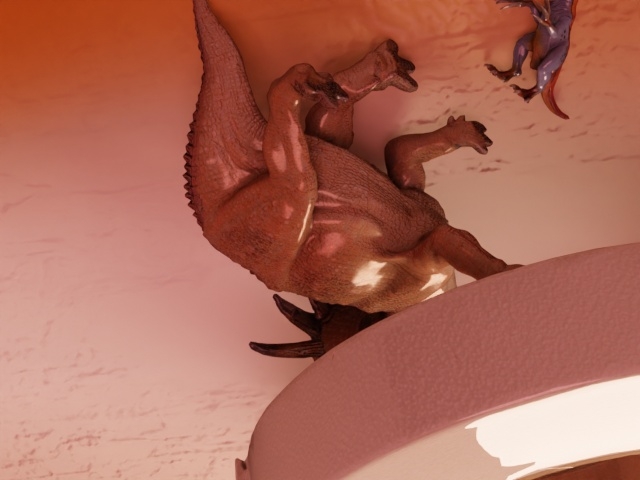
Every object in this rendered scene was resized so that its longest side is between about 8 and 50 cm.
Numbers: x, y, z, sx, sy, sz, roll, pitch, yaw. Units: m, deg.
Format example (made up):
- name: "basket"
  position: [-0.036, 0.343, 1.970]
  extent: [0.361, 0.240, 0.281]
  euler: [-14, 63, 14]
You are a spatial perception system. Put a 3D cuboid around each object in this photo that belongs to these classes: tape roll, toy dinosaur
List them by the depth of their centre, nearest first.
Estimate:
- name: "toy dinosaur"
  position: [0.128, -0.122, 0.548]
  extent: [0.090, 0.047, 0.082]
  euler: [15, 119, -45]
- name: "toy dinosaur"
  position: [0.000, 0.000, 0.580]
  extent: [0.296, 0.127, 0.200]
  euler: [40, 124, -13]
- name: "tape roll"
  position: [0.148, 0.138, 0.590]
  extent: [0.392, 0.072, 0.392]
  euler: [-8, 145, -5]
